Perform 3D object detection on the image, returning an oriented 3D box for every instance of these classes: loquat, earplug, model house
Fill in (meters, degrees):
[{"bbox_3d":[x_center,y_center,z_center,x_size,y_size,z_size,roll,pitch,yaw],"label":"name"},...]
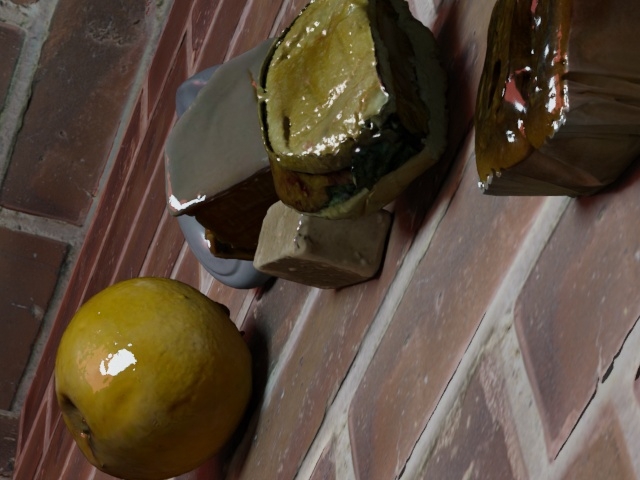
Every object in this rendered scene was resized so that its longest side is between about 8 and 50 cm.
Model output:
[{"bbox_3d":[-0.215,0.177,2.441,0.275,0.274,0.275,-165,90,-75],"label":"loquat"},{"bbox_3d":[-0.112,-0.095,2.540,0.214,0.175,0.326,142,132,-59],"label":"earplug"},{"bbox_3d":[-0.060,-0.094,2.282,0.229,0.219,0.199,49,-150,-52],"label":"model house"}]

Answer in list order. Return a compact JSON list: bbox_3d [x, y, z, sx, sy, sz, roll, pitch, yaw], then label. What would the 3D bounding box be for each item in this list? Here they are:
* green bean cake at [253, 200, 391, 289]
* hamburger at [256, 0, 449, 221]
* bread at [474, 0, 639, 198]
[{"bbox_3d":[0.000,0.000,2.109,0.179,0.109,0.085,157,127,-72],"label":"green bean cake"},{"bbox_3d":[0.020,-0.138,1.982,0.211,0.132,0.309,-35,39,25],"label":"hamburger"},{"bbox_3d":[0.200,-0.144,1.521,0.192,0.109,0.210,135,147,-65],"label":"bread"}]
